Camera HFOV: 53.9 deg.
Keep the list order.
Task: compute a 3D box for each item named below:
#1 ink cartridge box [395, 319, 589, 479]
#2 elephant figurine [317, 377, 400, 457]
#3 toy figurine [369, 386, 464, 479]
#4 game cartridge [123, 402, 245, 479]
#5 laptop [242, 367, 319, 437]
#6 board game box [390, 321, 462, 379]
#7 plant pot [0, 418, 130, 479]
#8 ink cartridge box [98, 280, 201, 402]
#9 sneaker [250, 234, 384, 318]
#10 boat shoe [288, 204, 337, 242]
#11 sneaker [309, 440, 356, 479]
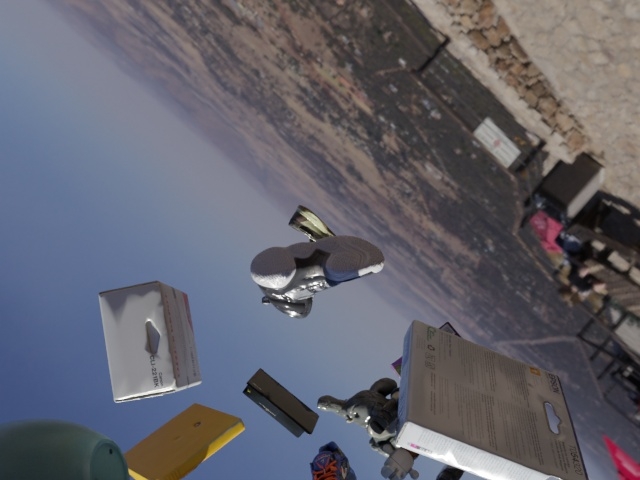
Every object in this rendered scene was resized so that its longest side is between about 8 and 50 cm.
[{"bbox_3d":[0.310,0.313,1.189,0.330,0.071,0.324,22,-154,0],"label":"ink cartridge box"},{"bbox_3d":[0.143,0.432,1.583,0.169,0.186,0.239,26,157,48],"label":"elephant figurine"},{"bbox_3d":[0.236,0.452,1.442,0.148,0.213,0.210,-28,-72,-54],"label":"toy figurine"},{"bbox_3d":[-0.439,0.641,1.973,0.285,0.323,0.053,-1,114,48],"label":"game cartridge"},{"bbox_3d":[-0.137,0.512,1.886,0.234,0.136,0.264,39,134,5],"label":"laptop"},{"bbox_3d":[0.376,0.416,1.703,0.347,0.208,0.056,52,168,23],"label":"board game box"},{"bbox_3d":[-0.462,0.447,1.127,0.290,0.195,0.290,-18,-90,-83],"label":"plant pot"},{"bbox_3d":[-0.317,0.194,1.207,0.273,0.114,0.197,102,156,-79],"label":"ink cartridge box"},{"bbox_3d":[-0.003,0.078,1.297,0.153,0.268,0.101,85,179,-49],"label":"sneaker"},{"bbox_3d":[0.000,0.000,1.644,0.223,0.073,0.080,45,174,-29],"label":"boat shoe"},{"bbox_3d":[0.011,0.410,1.076,0.221,0.083,0.087,43,-154,-87],"label":"sneaker"}]
